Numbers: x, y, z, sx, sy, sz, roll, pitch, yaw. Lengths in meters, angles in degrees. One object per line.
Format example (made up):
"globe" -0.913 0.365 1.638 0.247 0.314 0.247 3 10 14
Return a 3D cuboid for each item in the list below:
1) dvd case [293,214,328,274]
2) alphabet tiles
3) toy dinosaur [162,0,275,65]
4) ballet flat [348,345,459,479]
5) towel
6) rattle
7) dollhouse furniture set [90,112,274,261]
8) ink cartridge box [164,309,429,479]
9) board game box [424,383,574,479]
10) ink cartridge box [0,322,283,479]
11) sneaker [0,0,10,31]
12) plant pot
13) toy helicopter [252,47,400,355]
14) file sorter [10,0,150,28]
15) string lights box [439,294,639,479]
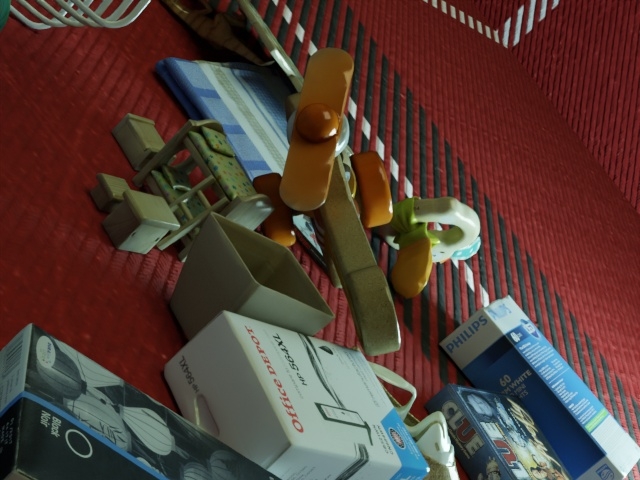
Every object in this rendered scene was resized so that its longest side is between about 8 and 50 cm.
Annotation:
"dvd case" 0.000 0.000 1.736 0.119 0.013 0.087 47 20 5
"alphabet tiles" -0.049 -0.238 1.961 0.342 0.011 0.285 58 5 37
"toy dinosaur" -0.123 -0.261 1.926 0.211 0.064 0.112 34 23 20
"ballet flat" 0.082 0.182 1.474 0.206 0.067 0.073 42 19 -13
"towel" -0.072 -0.137 1.827 0.209 0.034 0.285 54 23 15
"rattle" 0.155 0.033 1.906 0.199 0.130 0.142 64 6 -61
"dollhouse furniture set" -0.158 -0.082 1.449 0.161 0.101 0.182 13 38 -57
"ink cartridge box" -0.019 0.157 1.294 0.203 0.086 0.148 21 32 -51
"board game box" 0.229 0.271 1.633 0.165 0.042 0.243 16 36 -54
"ink cartridge box" -0.100 0.206 1.081 0.333 0.065 0.165 37 22 -27
"sneaker" -0.327 -0.173 1.276 0.295 0.124 0.178 52 30 18
"plant pot" -0.073 0.056 1.354 0.109 0.096 0.109 27 19 -44
"toy helicopter" 0.020 -0.031 1.479 0.355 0.140 0.235 -110 -170 -50
"file sorter" -0.243 -0.316 1.440 0.173 0.193 0.278 41 -11 -25
"string lights box" 0.272 0.193 1.817 0.259 0.077 0.133 50 20 11
